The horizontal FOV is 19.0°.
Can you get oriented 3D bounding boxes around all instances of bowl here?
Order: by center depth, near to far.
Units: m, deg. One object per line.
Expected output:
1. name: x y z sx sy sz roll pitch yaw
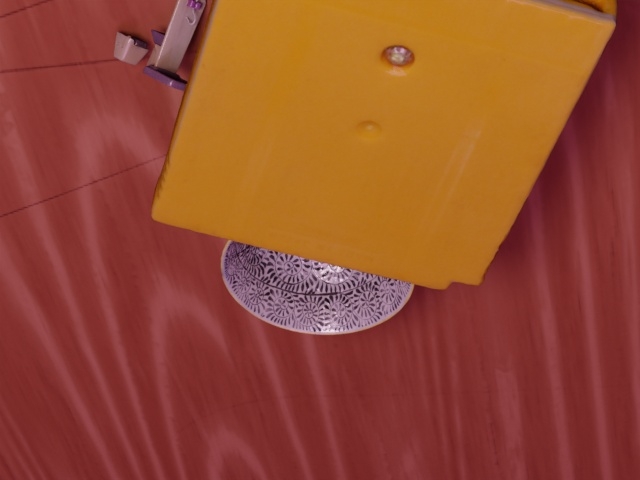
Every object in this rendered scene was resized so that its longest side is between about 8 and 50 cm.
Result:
1. bowl: 0.000 0.000 1.678 0.170 0.080 0.170 3 139 2

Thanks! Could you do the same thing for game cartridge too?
1. game cartridge: 0.038 -0.101 1.478 0.285 0.052 0.323 14 138 -9

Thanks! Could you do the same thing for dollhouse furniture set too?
1. dollhouse furniture set: -0.092 -0.162 1.559 0.114 0.091 0.081 15 100 -44
